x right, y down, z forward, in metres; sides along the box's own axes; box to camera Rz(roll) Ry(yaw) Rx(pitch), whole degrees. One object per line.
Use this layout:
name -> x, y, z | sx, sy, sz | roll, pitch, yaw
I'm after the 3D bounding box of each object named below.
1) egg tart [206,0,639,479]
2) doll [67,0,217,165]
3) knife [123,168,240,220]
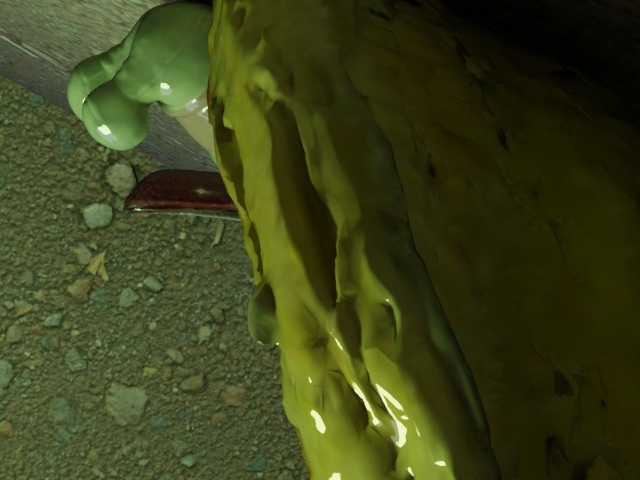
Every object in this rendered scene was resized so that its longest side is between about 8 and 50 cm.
egg tart -> 0.082, 0.056, 0.624 | 0.178, 0.443, 0.443 | -16, 172, 3
doll -> -0.034, -0.083, 0.970 | 0.275, 0.113, 0.155 | 21, -173, -15
knife -> 0.000, -0.002, 0.924 | 0.278, 0.053, 0.123 | 19, 166, -26
